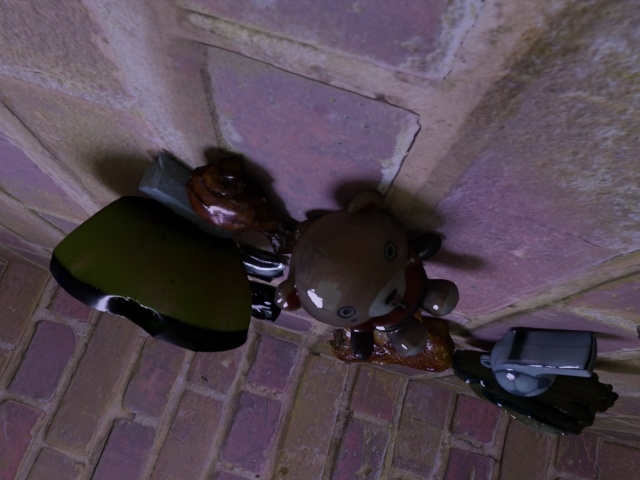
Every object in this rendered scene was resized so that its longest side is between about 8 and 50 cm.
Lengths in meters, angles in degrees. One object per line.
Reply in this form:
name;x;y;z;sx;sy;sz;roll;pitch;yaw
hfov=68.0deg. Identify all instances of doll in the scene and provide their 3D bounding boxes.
doll;0.087;0.060;0.771;0.330;0.235;0.174;33;-169;-46

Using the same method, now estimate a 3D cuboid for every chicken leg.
chicken leg;-0.106;-0.038;0.808;0.113;0.093;0.304;-6;157;26

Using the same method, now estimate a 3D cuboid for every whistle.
whistle;0.508;0.291;1.113;0.163;0.163;0.289;30;155;-34

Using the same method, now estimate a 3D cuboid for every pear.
pear;-0.289;0.037;0.929;0.399;0.165;0.399;27;-174;-3

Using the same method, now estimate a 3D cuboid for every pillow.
pillow;-0.149;0.054;1.152;0.135;0.055;0.091;14;130;-2

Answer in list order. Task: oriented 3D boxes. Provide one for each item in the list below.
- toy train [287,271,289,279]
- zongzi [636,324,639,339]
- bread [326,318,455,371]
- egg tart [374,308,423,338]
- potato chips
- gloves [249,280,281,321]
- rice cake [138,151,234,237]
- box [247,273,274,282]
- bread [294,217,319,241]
toy train;-0.029;0.119;1.153;0.071;0.104;0.178;23;162;-31
zongzi;0.691;0.200;0.821;0.184;0.084;0.187;13;171;-23
bread;0.188;0.294;1.373;0.380;0.109;0.185;-3;139;31
egg tart;0.157;0.173;1.169;0.232;0.098;0.252;22;158;3
potato chips;0.549;0.382;1.285;0.429;0.070;0.358;10;-168;39
gloves;-0.224;0.193;1.532;0.180;0.106;0.129;5;161;20
rice cake;-0.222;-0.071;0.826;0.063;0.069;0.206;2;158;38
box;-0.158;0.080;1.257;0.079;0.035;0.083;20;162;-10
bread;0.000;0.000;0.836;0.082;0.060;0.113;37;171;37
